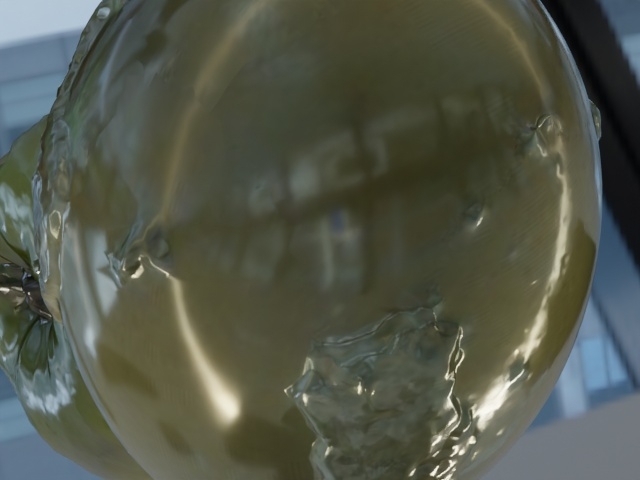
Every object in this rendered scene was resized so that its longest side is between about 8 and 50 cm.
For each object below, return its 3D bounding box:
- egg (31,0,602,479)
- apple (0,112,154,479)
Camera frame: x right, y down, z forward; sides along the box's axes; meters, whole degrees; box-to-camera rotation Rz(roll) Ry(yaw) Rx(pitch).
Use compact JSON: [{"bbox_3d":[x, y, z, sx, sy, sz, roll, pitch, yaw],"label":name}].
[{"bbox_3d":[-0.001,-0.002,0.488,0.164,0.201,0.164,2,-142,-2],"label":"egg"},{"bbox_3d":[-0.036,0.020,0.875,0.258,0.233,0.295,-20,-173,-26],"label":"apple"}]
